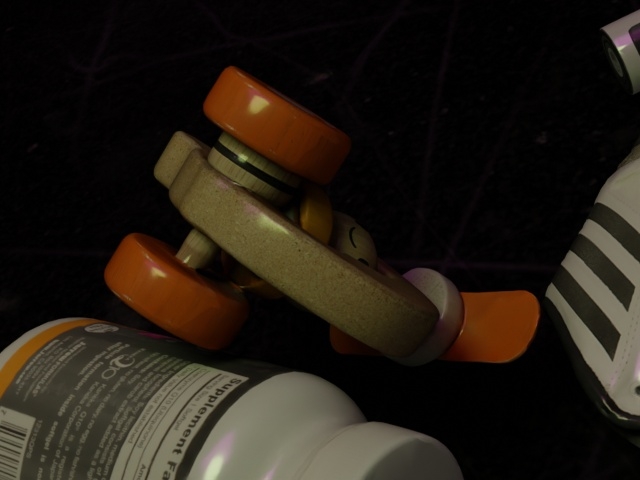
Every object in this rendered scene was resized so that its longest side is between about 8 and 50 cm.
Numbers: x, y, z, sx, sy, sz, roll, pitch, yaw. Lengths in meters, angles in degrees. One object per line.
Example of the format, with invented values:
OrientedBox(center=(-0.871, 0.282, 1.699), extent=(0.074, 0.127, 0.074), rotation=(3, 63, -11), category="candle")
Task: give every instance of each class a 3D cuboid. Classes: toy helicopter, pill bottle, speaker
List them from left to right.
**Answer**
OrientedBox(center=(-0.066, 0.144, 0.824), extent=(0.278, 0.162, 0.162), rotation=(11, 52, 38), category="pill bottle")
OrientedBox(center=(0.000, 0.000, 0.927), extent=(0.140, 0.235, 0.355), rotation=(-59, 10, 5), category="toy helicopter")
OrientedBox(center=(0.275, -0.158, 1.042), extent=(0.136, 0.055, 0.055), rotation=(-25, 38, 3), category="speaker")

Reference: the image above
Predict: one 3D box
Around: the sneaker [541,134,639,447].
OrientedBox(center=(0.303, 0.056, 0.733), extent=(0.447, 0.169, 0.257), rotation=(15, 63, 50), category="sneaker")
